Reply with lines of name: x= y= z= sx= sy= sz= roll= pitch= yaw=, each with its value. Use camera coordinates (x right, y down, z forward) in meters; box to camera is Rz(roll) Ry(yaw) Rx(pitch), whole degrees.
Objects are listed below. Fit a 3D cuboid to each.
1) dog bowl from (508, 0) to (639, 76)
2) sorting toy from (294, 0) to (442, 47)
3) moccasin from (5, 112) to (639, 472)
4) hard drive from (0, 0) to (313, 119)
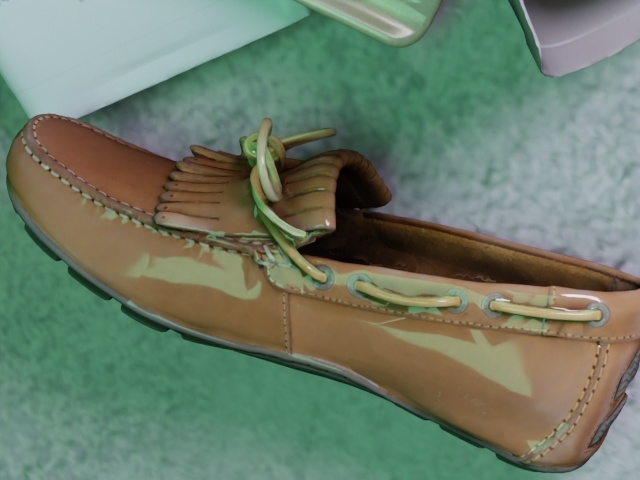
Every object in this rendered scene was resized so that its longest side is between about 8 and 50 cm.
dog bowl: x=0.199 y=-0.216 z=0.822 sx=0.349 sy=0.349 sz=0.102 roll=-43 pitch=81 yaw=30
sorting toy: x=0.000 y=-0.220 z=1.029 sx=0.193 sy=0.038 sz=0.208 roll=26 pitch=125 yaw=3
moccasin: x=-0.001 y=0.001 z=1.108 sx=0.380 sy=0.139 sz=0.147 roll=23 pitch=114 yaw=19
hard drive: x=-0.162 y=-0.236 z=1.134 sx=0.210 sy=0.040 sz=0.318 roll=-20 pitch=109 yaw=30
